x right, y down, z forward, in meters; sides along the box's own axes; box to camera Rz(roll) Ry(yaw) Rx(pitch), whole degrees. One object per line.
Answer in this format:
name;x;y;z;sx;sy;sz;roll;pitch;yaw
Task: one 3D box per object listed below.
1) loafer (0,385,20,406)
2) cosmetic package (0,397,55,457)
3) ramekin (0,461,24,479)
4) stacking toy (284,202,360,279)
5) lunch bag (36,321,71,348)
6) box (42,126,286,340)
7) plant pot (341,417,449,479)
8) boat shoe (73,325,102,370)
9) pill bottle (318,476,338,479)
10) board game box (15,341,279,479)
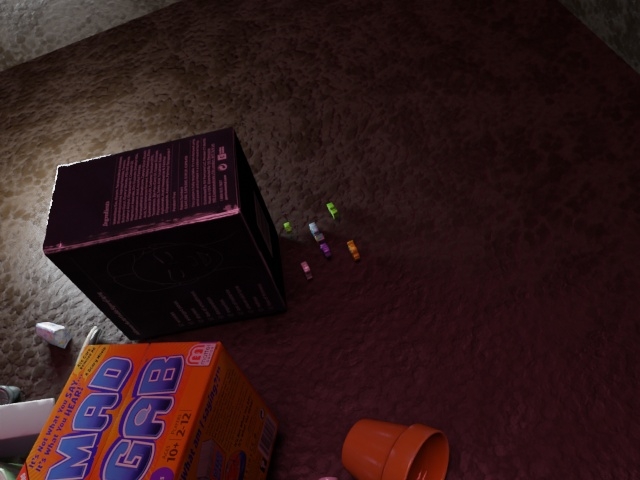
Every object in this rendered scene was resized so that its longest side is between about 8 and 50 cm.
loafer;-0.963;0.484;1.697;0.268;0.084;0.096;-25;87;-1
cosmetic package;-0.805;0.489;1.563;0.238;0.127;0.107;-2;51;-22
ramekin;-0.833;0.683;1.480;0.304;0.148;0.303;-6;56;8
stacking toy;0.000;0.000;1.815;0.167;0.052;0.221;-23;53;-5
lunch bag;-0.781;0.271;1.780;0.071;0.083;0.053;12;61;20
box;-0.381;0.005;1.630;0.472;0.480;0.297;-13;54;3
plant pot;0.158;0.496;1.375;0.188;0.205;0.205;12;59;38
boat shoe;-0.650;0.352;1.718;0.079;0.084;0.233;20;47;-20
pill bottle;0.021;0.607;1.396;0.065;0.065;0.116;-8;56;7
board game box;-0.349;0.469;1.327;0.357;0.356;0.356;-5;45;20
